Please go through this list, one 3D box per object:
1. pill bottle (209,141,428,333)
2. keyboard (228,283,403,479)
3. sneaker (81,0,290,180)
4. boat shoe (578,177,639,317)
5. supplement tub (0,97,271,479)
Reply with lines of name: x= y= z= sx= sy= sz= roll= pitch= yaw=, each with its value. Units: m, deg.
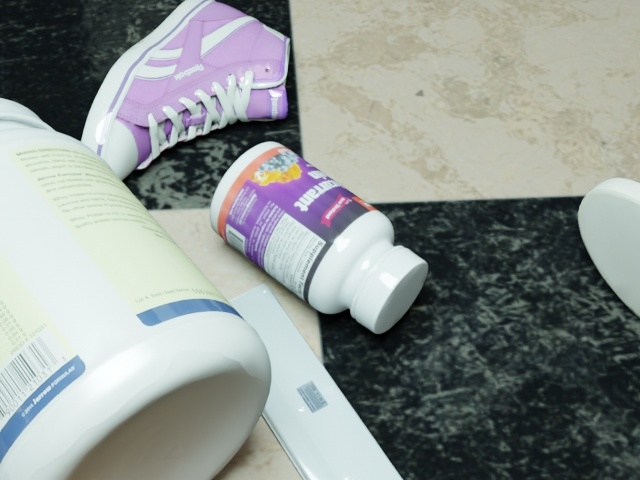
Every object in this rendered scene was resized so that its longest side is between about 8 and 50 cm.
pill bottle: x=0.000 y=0.000 z=0.930 sx=0.193 sy=0.108 sz=0.108 roll=36 pitch=60 yaw=21
keyboard: x=-0.016 y=0.144 z=0.885 sx=0.072 sy=0.014 sz=0.256 roll=-23 pitch=58 yaw=-24
sneaker: x=-0.123 y=-0.145 z=1.039 sx=0.161 sy=0.102 sz=0.282 roll=24 pitch=56 yaw=11
boat shoe: x=0.410 y=0.039 z=0.927 sx=0.340 sy=0.127 sz=0.158 roll=43 pitch=56 yaw=16
supplement tub: x=-0.219 y=0.059 z=0.796 sx=0.235 sy=0.235 sz=0.325 roll=-32 pitch=61 yaw=-24
